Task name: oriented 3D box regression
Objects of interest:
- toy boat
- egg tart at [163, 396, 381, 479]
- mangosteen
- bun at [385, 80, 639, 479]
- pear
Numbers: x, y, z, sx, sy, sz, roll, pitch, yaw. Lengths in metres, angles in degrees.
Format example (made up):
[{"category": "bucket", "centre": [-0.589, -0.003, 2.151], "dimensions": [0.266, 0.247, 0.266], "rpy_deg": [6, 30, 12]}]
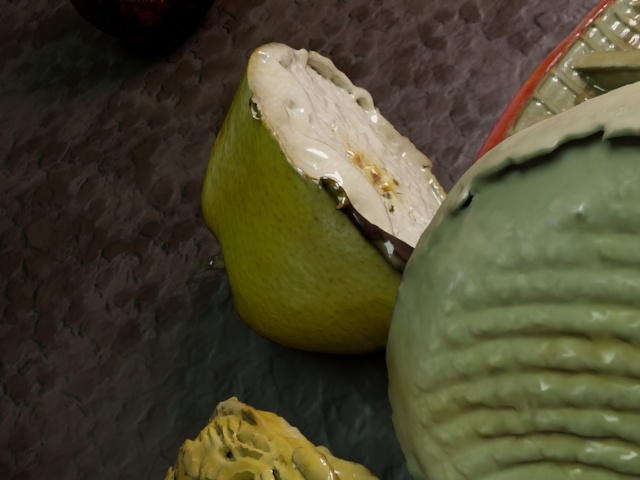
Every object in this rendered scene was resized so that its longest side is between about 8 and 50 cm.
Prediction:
[{"category": "toy boat", "centre": [0.212, -0.097, 0.603], "dimensions": [0.136, 0.079, 0.392], "rpy_deg": [11, 51, 45]}, {"category": "egg tart", "centre": [0.012, 0.225, 0.452], "dimensions": [0.132, 0.297, 0.297], "rpy_deg": [-6, 43, -35]}, {"category": "mangosteen", "centre": [-0.204, -0.307, 0.903], "dimensions": [0.200, 0.200, 0.200], "rpy_deg": [-10, 56, 16]}, {"category": "bun", "centre": [0.222, 0.072, 0.401], "dimensions": [0.364, 0.364, 0.202], "rpy_deg": [17, 33, 30]}, {"category": "pear", "centre": [0.000, -0.002, 0.618], "dimensions": [0.178, 0.267, 0.267], "rpy_deg": [-45, 48, 25]}]
